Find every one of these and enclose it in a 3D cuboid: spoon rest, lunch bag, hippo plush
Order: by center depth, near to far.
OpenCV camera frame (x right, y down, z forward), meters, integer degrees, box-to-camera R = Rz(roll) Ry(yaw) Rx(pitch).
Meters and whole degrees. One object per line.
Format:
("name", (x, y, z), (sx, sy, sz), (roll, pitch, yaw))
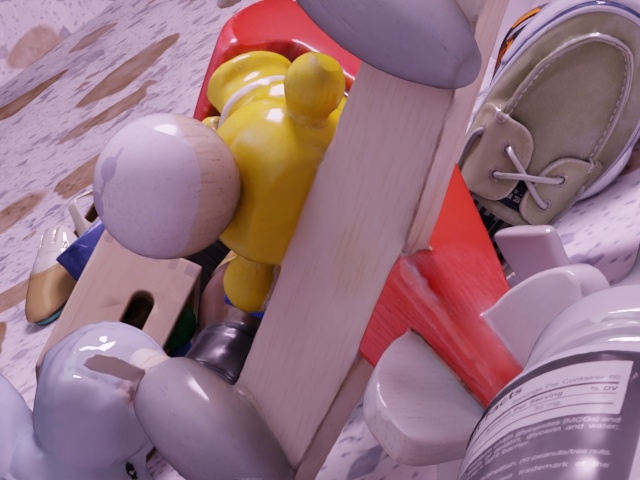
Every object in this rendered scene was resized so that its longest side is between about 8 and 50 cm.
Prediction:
("spoon rest", (0.240, -0.025, 1.310), (0.276, 0.084, 0.137), (-27, 14, -30))
("hippo plush", (-0.229, 0.140, 1.322), (0.234, 0.237, 0.294), (21, -95, -78))
("lunch bag", (-0.209, 0.009, 1.983), (0.098, 0.065, 0.067), (-44, 5, -27))

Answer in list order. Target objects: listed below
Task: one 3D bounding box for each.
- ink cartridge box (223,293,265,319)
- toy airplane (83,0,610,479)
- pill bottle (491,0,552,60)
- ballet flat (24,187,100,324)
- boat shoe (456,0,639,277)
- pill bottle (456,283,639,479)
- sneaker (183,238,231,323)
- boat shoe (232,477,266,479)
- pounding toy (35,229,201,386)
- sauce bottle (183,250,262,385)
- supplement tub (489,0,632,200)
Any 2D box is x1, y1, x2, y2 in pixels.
("ink cartridge box", (0.013, -0.012, 1.461), (0.207, 0.097, 0.046), (-61, -8, -48))
("toy airplane", (0.000, 0.000, 1.158), (0.384, 0.272, 0.386), (162, 115, -66))
("pill bottle", (0.217, -0.264, 1.865), (0.130, 0.130, 0.245), (-25, 19, 25))
("ballet flat", (-0.257, -0.001, 2.074), (0.080, 0.073, 0.232), (-19, 23, 39))
("boat shoe", (0.142, -0.044, 1.346), (0.302, 0.109, 0.094), (-59, 5, 37))
("pill bottle", (0.132, 0.144, 0.879), (0.162, 0.162, 0.278), (-23, 19, 28))
("sneaker", (-0.091, 0.015, 1.724), (0.227, 0.087, 0.130), (-28, 24, 32))
("boat shoe", (-0.051, 0.247, 0.884), (0.105, 0.113, 0.306), (-30, 35, 32))
("pounding toy", (-0.165, 0.123, 1.540), (0.206, 0.094, 0.181), (103, -169, -64))
("sauce bottle", (-0.021, 0.035, 1.516), (0.111, 0.111, 0.344), (-20, 22, 36))
("supplement tub", (0.192, -0.117, 1.541), (0.117, 0.117, 0.190), (-26, 18, 21))
